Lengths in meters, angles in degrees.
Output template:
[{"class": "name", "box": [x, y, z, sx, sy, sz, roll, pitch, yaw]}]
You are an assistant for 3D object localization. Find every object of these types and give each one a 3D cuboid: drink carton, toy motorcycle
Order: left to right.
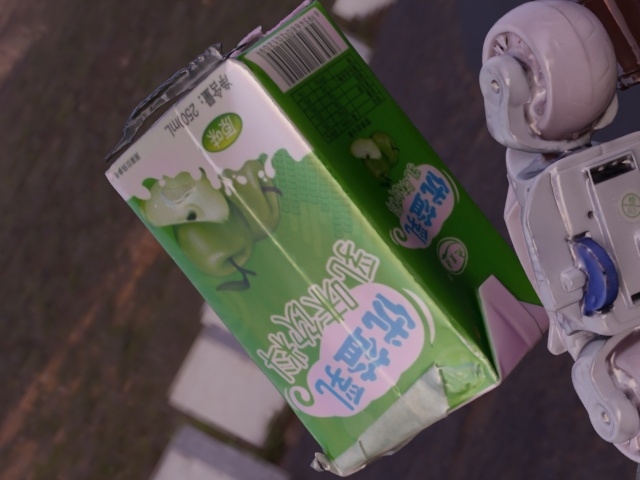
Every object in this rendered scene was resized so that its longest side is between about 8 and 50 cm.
[{"class": "drink carton", "box": [0.000, 0.000, 1.051, 0.161, 0.271, 0.108, -37, 2, 41]}, {"class": "toy motorcycle", "box": [0.142, -0.002, 0.877, 0.112, 0.254, 0.112, -19, 3, 1]}]

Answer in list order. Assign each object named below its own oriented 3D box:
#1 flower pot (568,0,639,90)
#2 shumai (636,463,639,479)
[{"class": "flower pot", "box": [0.212, -0.154, 1.119, 0.111, 0.089, 0.111, -26, 8, 4]}, {"class": "shumai", "box": [0.291, 0.186, 1.294, 0.083, 0.080, 0.082, 85, -167, -70]}]
